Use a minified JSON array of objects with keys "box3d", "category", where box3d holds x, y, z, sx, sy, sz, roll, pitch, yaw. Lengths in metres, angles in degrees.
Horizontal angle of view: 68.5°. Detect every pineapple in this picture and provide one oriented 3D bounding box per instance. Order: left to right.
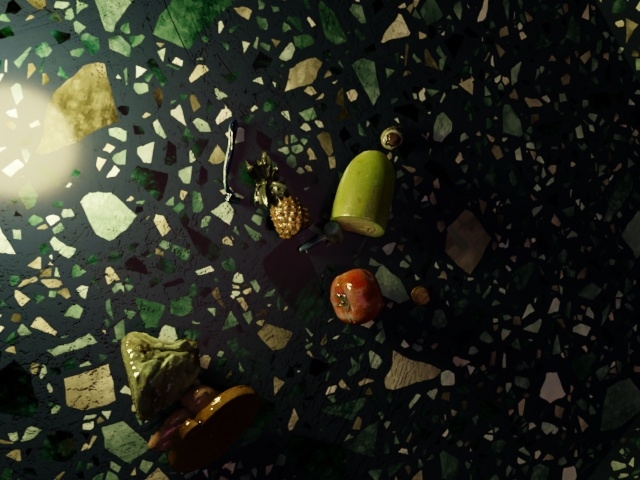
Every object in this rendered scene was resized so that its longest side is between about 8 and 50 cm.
[{"box3d":[-0.182,-0.179,1.836,0.165,0.165,0.364,-35,93,-14],"category":"pineapple"}]

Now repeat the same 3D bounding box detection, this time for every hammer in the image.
[{"box3d":[0.000,0.000,1.928,0.194,0.116,0.069,-29,62,1],"category":"hammer"}]

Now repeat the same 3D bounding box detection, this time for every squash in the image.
[{"box3d":[0.185,-0.203,1.935,0.234,0.210,0.308,12,72,2],"category":"squash"}]

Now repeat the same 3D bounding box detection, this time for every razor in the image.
[{"box3d":[-0.348,-0.305,1.817,0.056,0.093,0.324,0,88,17],"category":"razor"}]

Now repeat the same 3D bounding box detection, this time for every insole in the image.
[{"box3d":[0.637,-0.010,2.177,0.053,0.002,0.152,-42,104,-12],"category":"insole"}]

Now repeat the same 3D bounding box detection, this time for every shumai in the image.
[{"box3d":[-0.545,0.453,1.663,0.263,0.304,0.309,-13,98,-29],"category":"shumai"}]

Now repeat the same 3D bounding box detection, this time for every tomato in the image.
[{"box3d":[0.151,0.230,1.918,0.189,0.232,0.232,-10,95,-35],"category":"tomato"}]

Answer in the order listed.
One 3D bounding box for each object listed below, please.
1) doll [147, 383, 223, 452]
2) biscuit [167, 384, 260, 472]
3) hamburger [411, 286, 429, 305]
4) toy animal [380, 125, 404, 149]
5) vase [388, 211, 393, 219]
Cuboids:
[{"box3d":[-0.520,0.647,1.756,0.303,0.201,0.156,-39,62,-7],"category":"doll"},{"box3d":[-0.397,0.682,1.719,0.394,0.070,0.350,-46,147,-3],"category":"biscuit"},{"box3d":[0.445,0.248,2.101,0.076,0.044,0.083,-19,100,-19],"category":"hamburger"},{"box3d":[0.323,-0.451,2.010,0.137,0.098,0.098,-44,104,-12],"category":"toy animal"},{"box3d":[0.264,-0.159,2.013,0.081,0.081,0.148,-21,102,-17],"category":"vase"}]
